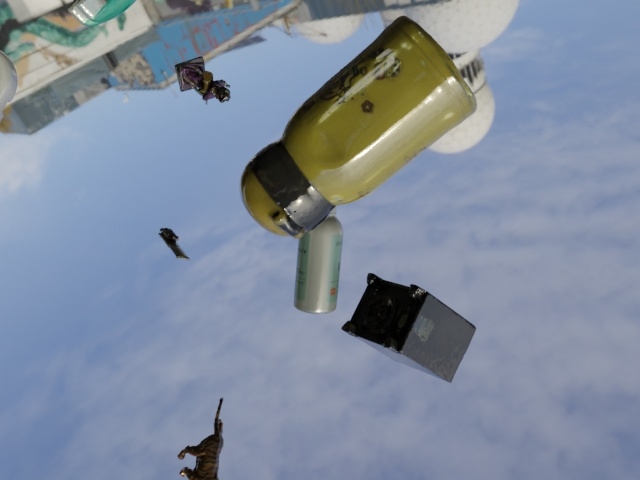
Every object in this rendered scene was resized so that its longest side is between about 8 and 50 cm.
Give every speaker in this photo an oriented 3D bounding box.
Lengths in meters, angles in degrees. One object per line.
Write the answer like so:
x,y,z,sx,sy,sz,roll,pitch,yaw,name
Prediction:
0.230,0.226,1.542,0.232,0.254,0.184,11,-110,55,speaker

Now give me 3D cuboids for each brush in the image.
-0.442,0.007,1.746,0.043,0.036,0.248,3,-164,-28,brush

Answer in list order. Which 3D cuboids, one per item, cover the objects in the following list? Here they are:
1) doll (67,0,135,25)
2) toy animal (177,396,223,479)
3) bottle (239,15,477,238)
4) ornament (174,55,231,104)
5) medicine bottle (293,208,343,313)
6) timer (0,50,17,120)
-0.405,-0.533,1.113,0.195,0.153,0.258,-19,-139,36,doll
-0.273,0.516,1.442,0.116,0.114,0.255,-19,-121,44,toy animal
0.034,-0.145,0.841,0.351,0.171,0.171,-37,-150,11,bottle
-0.278,-0.395,1.482,0.081,0.088,0.203,-34,-132,-28,ornament
0.000,0.000,1.436,0.110,0.351,0.110,5,-172,-1,medicine bottle
-0.794,-0.317,1.241,0.261,0.237,0.087,-63,-176,-3,timer
